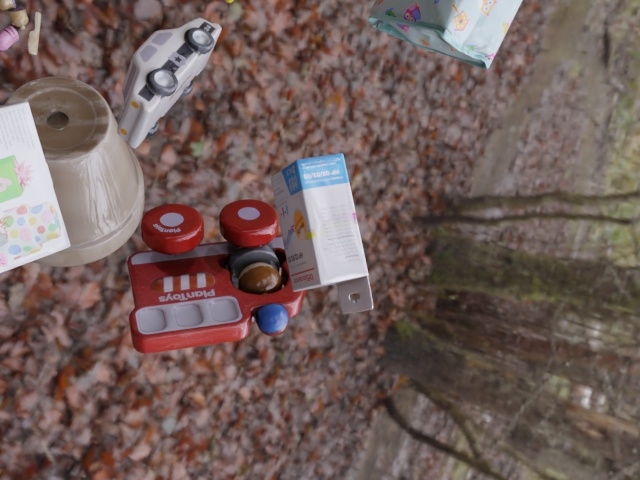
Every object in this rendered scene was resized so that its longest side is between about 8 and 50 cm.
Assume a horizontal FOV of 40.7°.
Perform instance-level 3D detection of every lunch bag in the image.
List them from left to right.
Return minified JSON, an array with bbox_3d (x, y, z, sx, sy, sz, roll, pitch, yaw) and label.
[{"bbox_3d":[0.206,-0.427,1.425,0.160,0.262,0.223,20,99,-37],"label":"lunch bag"}]

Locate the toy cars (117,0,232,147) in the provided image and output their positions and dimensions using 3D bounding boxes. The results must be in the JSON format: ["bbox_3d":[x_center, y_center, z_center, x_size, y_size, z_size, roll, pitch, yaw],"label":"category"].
[{"bbox_3d":[-0.146,-0.295,1.059,0.393,0.087,0.176,-56,-175,1],"label":"toy cars"}]

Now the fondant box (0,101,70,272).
[{"bbox_3d":[-0.564,-0.051,1.274,0.330,0.096,0.238,-25,109,-39],"label":"fondant box"}]

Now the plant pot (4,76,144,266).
[{"bbox_3d":[-0.493,-0.151,1.643,0.323,0.323,0.280,-58,177,-31],"label":"plant pot"}]

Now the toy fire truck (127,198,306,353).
[{"bbox_3d":[-0.157,0.073,1.376,0.254,0.302,0.169,-114,-156,-50],"label":"toy fire truck"}]

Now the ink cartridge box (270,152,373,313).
[{"bbox_3d":[0.000,0.000,1.007,0.104,0.062,0.181,157,-78,-69],"label":"ink cartridge box"}]

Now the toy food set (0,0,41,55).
[{"bbox_3d":[-0.380,-0.256,0.986,0.122,0.019,0.077,11,73,-34],"label":"toy food set"}]
